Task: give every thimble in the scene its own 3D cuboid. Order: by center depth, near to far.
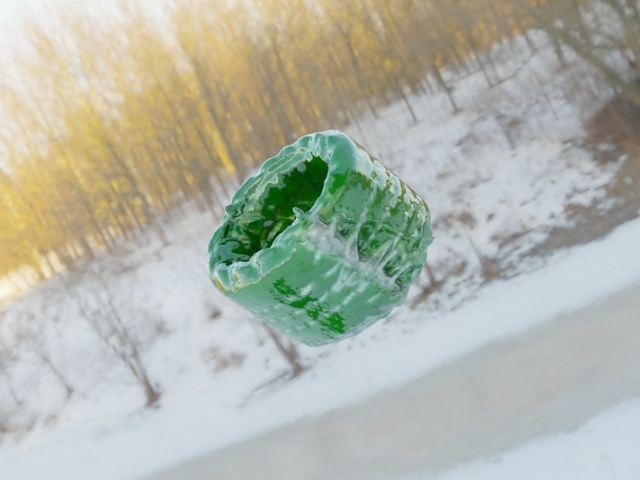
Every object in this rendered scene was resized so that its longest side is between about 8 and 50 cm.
[{"bbox_3d":[0.000,0.000,0.653,0.118,0.090,0.130,-58,25,-10],"label":"thimble"}]
